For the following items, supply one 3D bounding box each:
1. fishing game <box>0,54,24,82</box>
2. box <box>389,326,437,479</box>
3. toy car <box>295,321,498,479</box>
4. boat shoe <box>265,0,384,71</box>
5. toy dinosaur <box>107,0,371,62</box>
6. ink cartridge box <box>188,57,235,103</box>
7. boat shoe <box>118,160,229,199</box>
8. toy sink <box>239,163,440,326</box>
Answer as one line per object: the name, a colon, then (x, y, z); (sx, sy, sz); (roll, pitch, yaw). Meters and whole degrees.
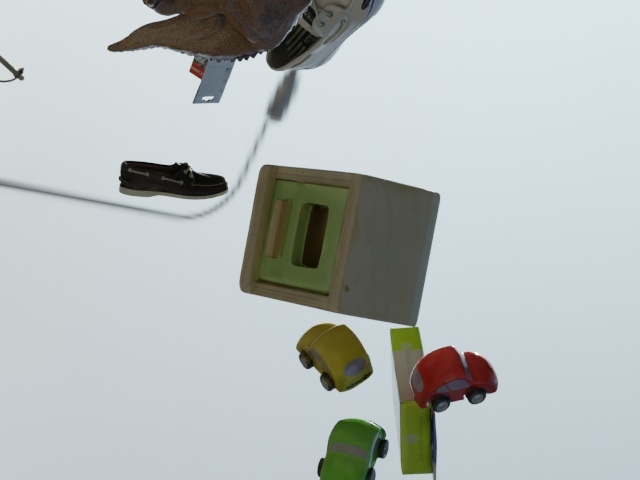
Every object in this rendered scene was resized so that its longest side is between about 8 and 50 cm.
fishing game: (-0.451, -0.127, 1.602); (0.264, 0.189, 0.041); (-43, -121, 1)
box: (0.110, 0.195, 1.758); (0.178, 0.042, 0.109); (-94, 180, -61)
toy car: (0.057, 0.181, 1.611); (0.053, 0.239, 0.225); (83, 25, -44)
boat shoe: (0.006, -0.255, 1.645); (0.083, 0.076, 0.226); (52, -36, 15)
toy dinosaur: (-0.034, -0.226, 1.198); (0.295, 0.200, 0.127); (-50, -139, 12)
ink cartridge box: (-0.151, -0.249, 2.076); (0.029, 0.063, 0.115); (35, -66, 28)
boat shoe: (-0.165, -0.071, 1.670); (0.046, 0.125, 0.038); (-103, -163, -68)
toy sink: (0.000, 0.000, 1.658); (0.234, 0.131, 0.152); (11, -91, 52)
